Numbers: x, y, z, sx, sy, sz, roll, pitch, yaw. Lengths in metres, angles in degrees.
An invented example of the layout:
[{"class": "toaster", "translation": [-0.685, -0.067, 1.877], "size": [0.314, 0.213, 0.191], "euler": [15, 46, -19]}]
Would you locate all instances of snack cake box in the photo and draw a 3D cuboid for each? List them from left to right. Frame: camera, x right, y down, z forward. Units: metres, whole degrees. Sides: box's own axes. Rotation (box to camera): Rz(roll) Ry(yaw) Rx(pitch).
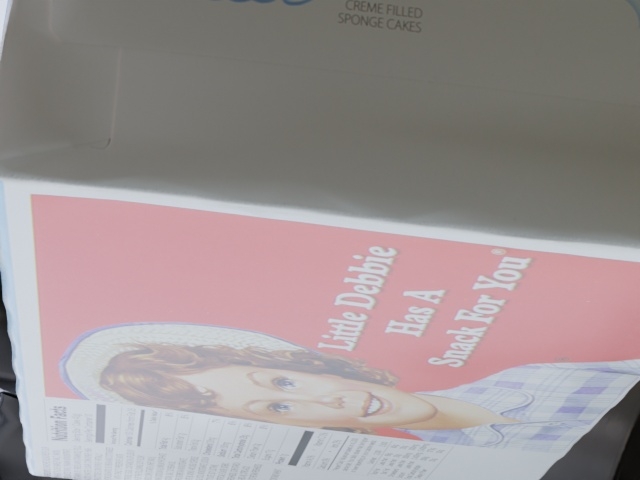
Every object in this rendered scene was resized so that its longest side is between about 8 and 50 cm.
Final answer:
[{"class": "snack cake box", "translation": [0.000, 0.000, 0.488], "size": [0.152, 0.264, 0.089], "euler": [8, -110, -5]}]

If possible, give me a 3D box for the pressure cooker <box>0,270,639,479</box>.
[{"class": "pressure cooker", "translation": [0.044, 0.120, 0.927], "size": [0.420, 0.370, 0.375], "euler": [15, -146, 29]}]
